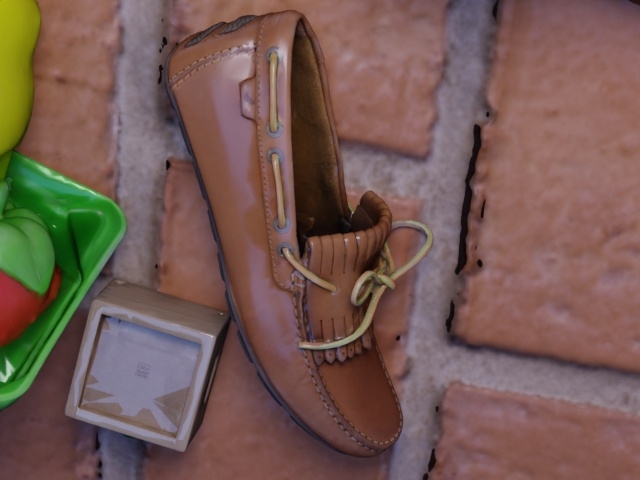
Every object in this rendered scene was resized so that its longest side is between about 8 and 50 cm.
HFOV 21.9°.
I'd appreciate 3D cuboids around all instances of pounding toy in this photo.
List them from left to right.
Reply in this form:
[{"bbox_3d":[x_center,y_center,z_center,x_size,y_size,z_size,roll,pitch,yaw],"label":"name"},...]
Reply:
[{"bbox_3d":[-0.160,0.114,1.449,0.130,0.100,0.141,17,106,4],"label":"pounding toy"}]

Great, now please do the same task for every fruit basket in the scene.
[{"bbox_3d":[-0.343,-0.053,1.327,0.392,0.283,0.392,12,133,13],"label":"fruit basket"}]

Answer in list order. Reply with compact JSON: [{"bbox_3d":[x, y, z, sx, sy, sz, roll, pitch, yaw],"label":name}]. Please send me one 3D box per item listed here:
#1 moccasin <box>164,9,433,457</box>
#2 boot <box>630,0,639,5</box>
[{"bbox_3d":[0.001,-0.001,1.337,0.147,0.139,0.380,-9,102,26],"label":"moccasin"},{"bbox_3d":[0.184,-0.225,1.164,0.283,0.220,0.109,-2,81,25],"label":"boot"}]
